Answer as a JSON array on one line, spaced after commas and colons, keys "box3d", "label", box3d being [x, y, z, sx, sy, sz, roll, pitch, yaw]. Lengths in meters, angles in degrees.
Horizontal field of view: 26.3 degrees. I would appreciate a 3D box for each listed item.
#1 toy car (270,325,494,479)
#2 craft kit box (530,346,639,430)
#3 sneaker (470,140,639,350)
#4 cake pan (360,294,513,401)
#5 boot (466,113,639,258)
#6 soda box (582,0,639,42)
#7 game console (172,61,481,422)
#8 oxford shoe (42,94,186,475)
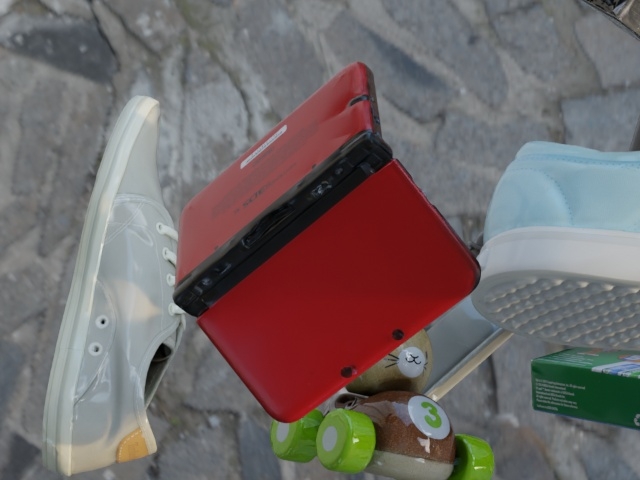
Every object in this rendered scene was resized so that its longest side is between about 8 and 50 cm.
[{"box3d": [0.064, 0.112, 1.184, 0.155, 0.149, 0.188, 16, 80, -31], "label": "toy car"}, {"box3d": [0.366, 0.123, 1.254, 0.250, 0.246, 0.061, 5, 99, 50], "label": "craft kit box"}, {"box3d": [0.283, -0.007, 0.859, 0.365, 0.135, 0.150, 8, 63, 9], "label": "sneaker"}, {"box3d": [0.144, 0.122, 1.503, 0.293, 0.293, 0.054, -40, 80, -11], "label": "cake pan"}, {"box3d": [0.279, -0.034, 1.284, 0.246, 0.094, 0.207, 17, 87, 15], "label": "boot"}, {"box3d": [0.236, -0.133, 0.848, 0.060, 0.169, 0.053, -55, 36, 13], "label": "soda box"}, {"box3d": [0.000, 0.000, 0.719, 0.144, 0.085, 0.124, -38, 30, 23], "label": "game console"}, {"box3d": [-0.207, 0.047, 1.514, 0.130, 0.169, 0.449, 7, 63, -2], "label": "oxford shoe"}]
